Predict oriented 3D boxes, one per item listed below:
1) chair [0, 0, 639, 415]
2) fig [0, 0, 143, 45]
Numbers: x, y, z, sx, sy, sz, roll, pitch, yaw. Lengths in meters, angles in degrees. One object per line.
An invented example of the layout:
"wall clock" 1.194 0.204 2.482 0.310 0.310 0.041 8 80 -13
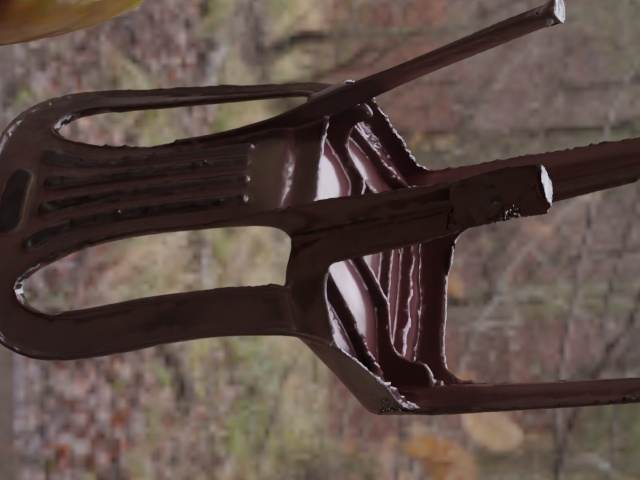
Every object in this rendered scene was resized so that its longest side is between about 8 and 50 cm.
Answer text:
"chair" 0.000 0.000 0.848 0.183 0.326 0.176 49 40 -47
"fig" -0.049 -0.131 0.446 0.160 0.230 0.143 -99 -169 -54
